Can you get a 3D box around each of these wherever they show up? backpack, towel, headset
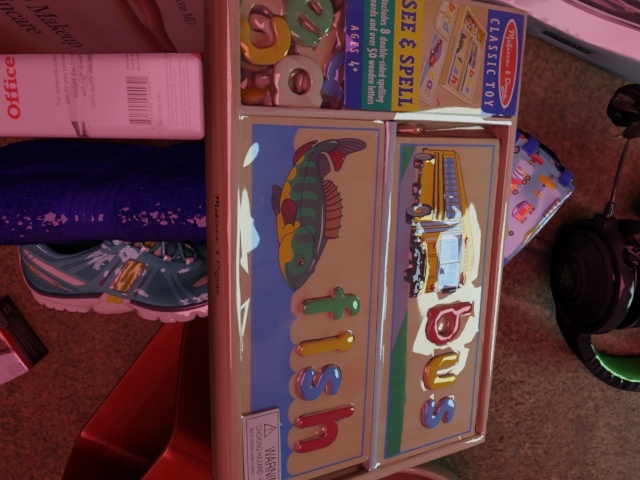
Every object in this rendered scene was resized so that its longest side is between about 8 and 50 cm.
[{"bbox_3d":[0.155,-0.073,0.580,0.173,0.117,0.158,43,100,-8],"label":"backpack"},{"bbox_3d":[-0.204,-0.057,0.520,0.308,0.227,0.076,-1,105,0],"label":"towel"},{"bbox_3d":[0.376,0.021,0.571,0.243,0.185,0.394,-27,115,6],"label":"headset"}]

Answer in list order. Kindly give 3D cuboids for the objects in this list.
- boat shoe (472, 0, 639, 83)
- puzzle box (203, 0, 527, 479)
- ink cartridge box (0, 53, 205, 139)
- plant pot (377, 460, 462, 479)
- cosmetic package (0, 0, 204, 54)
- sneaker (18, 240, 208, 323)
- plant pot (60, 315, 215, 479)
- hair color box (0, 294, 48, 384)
[{"bbox_3d":[0.301,-0.238,0.548,0.301,0.108,0.102,23,105,1],"label":"boat shoe"},{"bbox_3d":[0.044,0.009,0.449,0.272,0.052,0.408,-6,103,-29],"label":"puzzle box"},{"bbox_3d":[-0.224,-0.186,0.555,0.218,0.092,0.158,1,104,-2],"label":"ink cartridge box"},{"bbox_3d":[0.085,0.361,0.697,0.237,0.110,0.237,0,104,-1],"label":"plant pot"},{"bbox_3d":[-0.229,-0.232,0.420,0.296,0.153,0.129,-1,86,1],"label":"cosmetic package"},{"bbox_3d":[-0.197,0.022,0.593,0.275,0.107,0.110,0,121,-1],"label":"sneaker"},{"bbox_3d":[-0.130,0.270,0.607,0.236,0.267,0.267,34,102,-21],"label":"plant pot"},{"bbox_3d":[-0.442,0.148,0.662,0.167,0.053,0.093,-27,103,5],"label":"hair color box"}]
